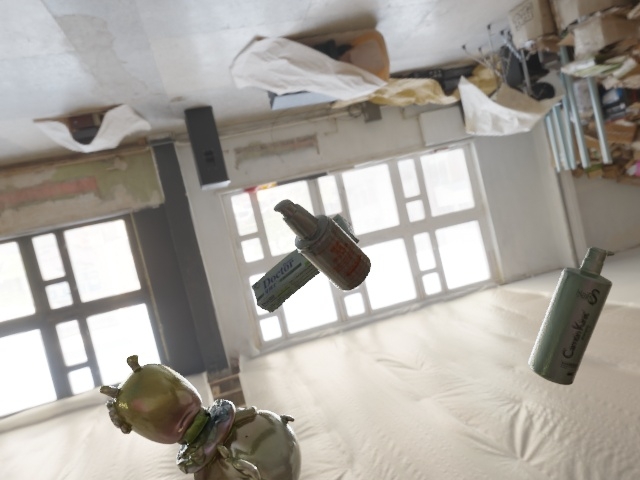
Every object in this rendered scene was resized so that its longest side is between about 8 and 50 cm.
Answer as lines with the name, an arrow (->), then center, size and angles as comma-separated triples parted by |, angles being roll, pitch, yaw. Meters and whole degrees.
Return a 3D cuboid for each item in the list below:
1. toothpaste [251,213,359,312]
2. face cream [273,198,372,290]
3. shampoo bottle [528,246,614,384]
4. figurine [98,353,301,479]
toothpaste -> -0.048, 0.068, 1.253 | 0.336, 0.081, 0.067 | -39, 135, 14
face cream -> 0.000, 0.000, 0.956 | 0.101, 0.251, 0.101 | -31, -147, 23
shampoo bottle -> 0.481, 0.139, 0.858 | 0.085, 0.263, 0.085 | 13, -168, -3
figurine -> -0.190, 0.337, 0.776 | 0.227, 0.394, 0.274 | -54, -162, -26
